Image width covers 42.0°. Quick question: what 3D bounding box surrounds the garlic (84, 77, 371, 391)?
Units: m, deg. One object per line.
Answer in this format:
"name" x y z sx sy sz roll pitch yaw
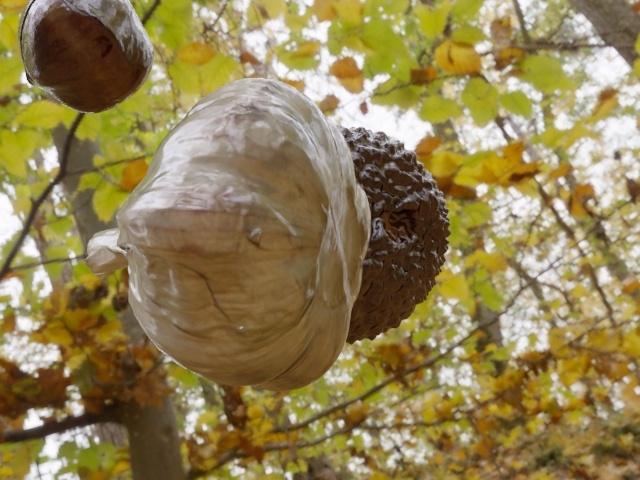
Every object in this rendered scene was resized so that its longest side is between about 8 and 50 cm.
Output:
"garlic" -0.082 -0.002 0.585 0.212 0.218 0.218 1 -24 23

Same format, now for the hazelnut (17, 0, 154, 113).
"hazelnut" -0.402 -0.331 1.397 0.230 0.229 0.229 -20 -33 -13

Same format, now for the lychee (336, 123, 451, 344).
"lychee" 0.000 0.000 0.941 0.271 0.271 0.271 -20 -33 -13
